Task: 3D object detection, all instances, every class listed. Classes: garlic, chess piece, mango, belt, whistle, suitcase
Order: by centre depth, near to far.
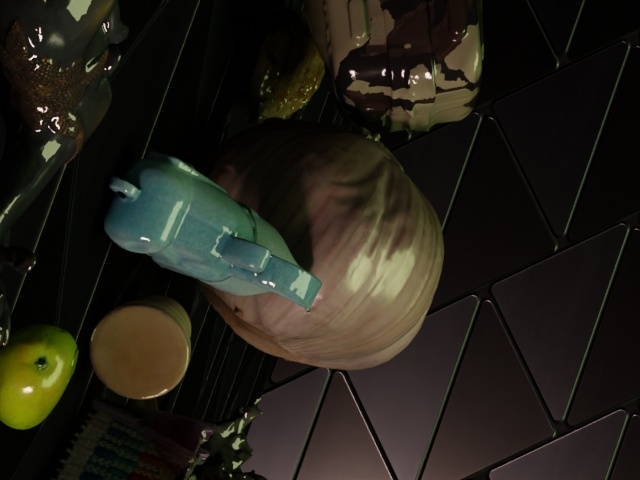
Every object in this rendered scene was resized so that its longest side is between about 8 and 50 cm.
[{"bbox_3d":[-0.216,0.104,1.188,0.073,0.056,0.108,-62,174,-28],"label":"mango"},{"bbox_3d":[-0.100,-0.003,1.433,0.274,0.186,0.093,32,77,-51],"label":"whistle"},{"bbox_3d":[-0.205,0.319,1.532,0.206,0.161,0.295,103,8,-51],"label":"belt"},{"bbox_3d":[-0.167,0.091,1.552,0.170,0.094,0.094,-86,-166,-81],"label":"chess piece"},{"bbox_3d":[0.000,0.000,1.705,0.259,0.317,0.317,-62,173,-15],"label":"garlic"},{"bbox_3d":[0.072,-0.288,1.725,0.339,0.194,0.351,64,21,-83],"label":"suitcase"}]

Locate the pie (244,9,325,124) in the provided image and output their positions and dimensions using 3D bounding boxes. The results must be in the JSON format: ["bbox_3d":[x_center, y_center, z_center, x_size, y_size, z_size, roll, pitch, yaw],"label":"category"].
[{"bbox_3d":[-0.039,-0.207,1.869,0.282,0.068,0.128,-51,158,-74],"label":"pie"}]

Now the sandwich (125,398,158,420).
[{"bbox_3d":[-0.225,0.215,1.819,0.074,0.074,0.116,104,-25,-45],"label":"sandwich"}]

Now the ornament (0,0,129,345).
[{"bbox_3d":[-0.181,-0.039,0.887,0.202,0.080,0.236,108,4,-61],"label":"ornament"}]

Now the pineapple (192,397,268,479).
[{"bbox_3d":[-0.163,0.347,1.999,0.223,0.223,0.357,103,0,-54],"label":"pineapple"}]
